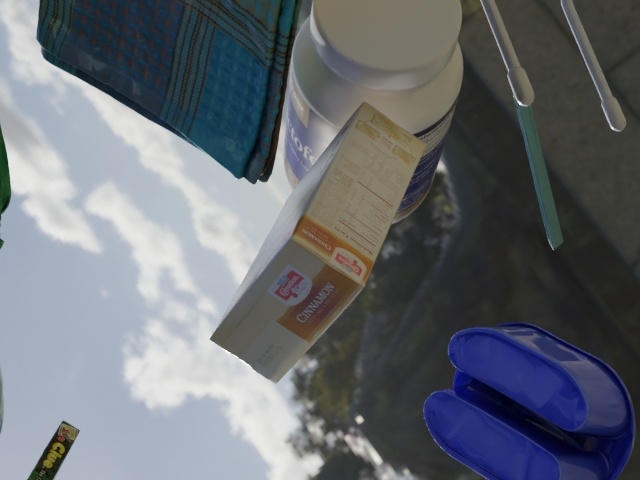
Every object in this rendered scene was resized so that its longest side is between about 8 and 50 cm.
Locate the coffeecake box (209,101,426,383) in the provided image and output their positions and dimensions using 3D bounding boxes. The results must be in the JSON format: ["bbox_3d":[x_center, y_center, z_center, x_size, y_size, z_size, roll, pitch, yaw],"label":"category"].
[{"bbox_3d":[0.000,0.000,1.042,0.068,0.142,0.185,34,-137,-7],"label":"coffeecake box"}]

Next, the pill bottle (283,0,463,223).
[{"bbox_3d":[0.047,-0.132,1.188,0.153,0.153,0.265,55,161,21],"label":"pill bottle"}]

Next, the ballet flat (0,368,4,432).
[{"bbox_3d":[-0.298,0.108,1.092,0.070,0.070,0.188,55,151,28],"label":"ballet flat"}]

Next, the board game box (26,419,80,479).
[{"bbox_3d":[-0.357,0.337,1.546,0.030,0.260,0.136,27,-140,-6],"label":"board game box"}]

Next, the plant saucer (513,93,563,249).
[{"bbox_3d":[0.268,-0.086,1.604,0.067,0.018,0.192,-66,-38,-78],"label":"plant saucer"}]

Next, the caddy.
[{"bbox_3d":[0.337,0.271,2.104,0.341,0.241,0.179,29,-168,37],"label":"caddy"}]

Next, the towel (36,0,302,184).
[{"bbox_3d":[-0.124,-0.247,1.068,0.271,0.040,0.370,33,135,19],"label":"towel"}]

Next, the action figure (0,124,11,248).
[{"bbox_3d":[-0.335,-0.095,1.190,0.137,0.063,0.232,-34,-67,-57],"label":"action figure"}]

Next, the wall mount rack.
[{"bbox_3d":[0.245,-0.282,1.327,0.130,0.304,0.350,18,-172,38],"label":"wall mount rack"}]
